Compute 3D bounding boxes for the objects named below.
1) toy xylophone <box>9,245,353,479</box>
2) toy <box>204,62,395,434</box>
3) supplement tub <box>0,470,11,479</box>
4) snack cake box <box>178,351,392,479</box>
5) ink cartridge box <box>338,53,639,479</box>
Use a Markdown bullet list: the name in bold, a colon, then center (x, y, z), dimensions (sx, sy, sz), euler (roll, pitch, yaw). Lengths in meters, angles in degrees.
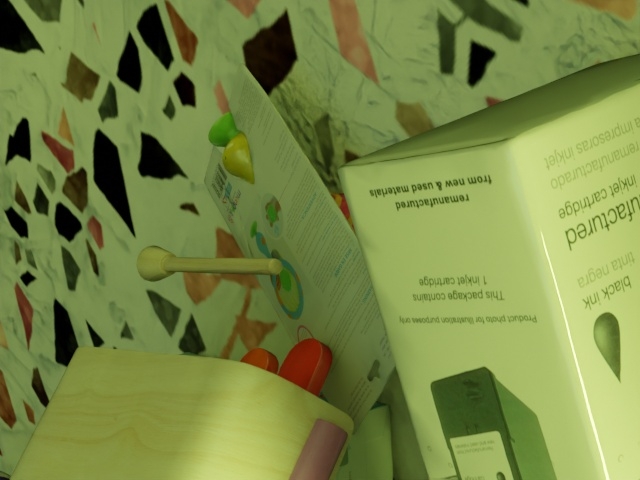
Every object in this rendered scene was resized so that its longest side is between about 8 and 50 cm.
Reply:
- **toy xylophone**: center (-0.103, 0.123, 0.982), dimensions (0.081, 0.236, 0.322), euler (37, 166, -32)
- **toy**: center (0.000, 0.000, 0.966), dimensions (0.237, 0.056, 0.137), euler (55, 146, 24)
- **supplement tub**: center (-0.330, 0.419, 1.452), dimensions (0.331, 0.241, 0.241), euler (33, 132, 38)
- **snack cake box**: center (-0.059, 0.187, 1.092), dimensions (0.264, 0.089, 0.152), euler (7, 103, 50)
- **ink cartridge box**: center (0.156, 0.066, 0.671), dimensions (0.121, 0.211, 0.289), euler (-6, 105, 51)
